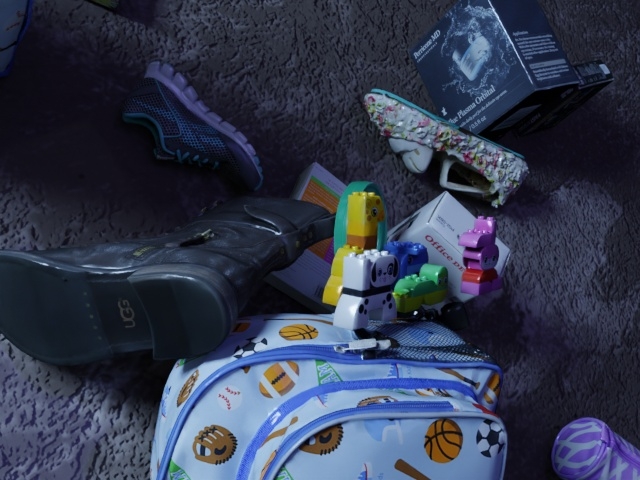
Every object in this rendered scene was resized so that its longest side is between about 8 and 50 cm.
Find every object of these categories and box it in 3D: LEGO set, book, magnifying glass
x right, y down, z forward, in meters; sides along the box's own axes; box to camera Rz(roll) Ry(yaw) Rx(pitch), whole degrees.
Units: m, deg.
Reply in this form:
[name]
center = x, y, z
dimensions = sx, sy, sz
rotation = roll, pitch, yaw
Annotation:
[LEGO set]
center = 0.068, 0.005, 0.602
dimensions = 0.227, 0.087, 0.093
rotation = -8, 102, -49
[book]
center = 0.000, 0.000, 0.750
dimensions = 0.096, 0.035, 0.144
rotation = 34, 56, -17
[magnifying glass]
center = 0.044, 0.056, 0.678
dimensions = 0.092, 0.026, 0.231
rotation = -34, 126, -59

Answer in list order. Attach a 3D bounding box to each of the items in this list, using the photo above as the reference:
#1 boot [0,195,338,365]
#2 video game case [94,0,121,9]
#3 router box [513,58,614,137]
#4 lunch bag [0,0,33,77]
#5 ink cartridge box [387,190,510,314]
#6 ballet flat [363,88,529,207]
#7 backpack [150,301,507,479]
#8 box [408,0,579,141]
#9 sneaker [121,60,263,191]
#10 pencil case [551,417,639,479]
[boot]
center = -0.131, 0.017, 0.611
dimensions = 0.229, 0.262, 0.091
rotation = -49, 139, -62
[video game case]
center = -0.289, -0.382, 0.743
dimensions = 0.210, 0.042, 0.232
rotation = 18, 60, -23
[router box]
center = 0.337, -0.200, 0.982
dimensions = 0.092, 0.122, 0.038
rotation = -20, 76, -36
[lunch bag]
center = -0.382, -0.250, 0.453
dimensions = 0.385, 0.328, 0.239
rotation = 14, 67, -27
[ink cartridge box]
center = 0.119, 0.022, 0.744
dimensions = 0.099, 0.135, 0.056
rotation = 42, 52, -9
[ballet flat]
center = 0.154, -0.108, 0.863
dimensions = 0.240, 0.091, 0.077
rotation = 21, 89, -16
[backpack]
center = 0.000, 0.182, 0.542
dimensions = 0.263, 0.213, 0.277
rotation = 7, 94, -10
[box]
center = 0.220, -0.227, 0.904
dimensions = 0.093, 0.156, 0.158
rotation = -17, 78, -34
[sneaker]
center = -0.133, -0.100, 0.708
dimensions = 0.166, 0.065, 0.076
rotation = 43, 70, -4
[pencil case]
center = 0.366, 0.285, 0.803
dimensions = 0.206, 0.088, 0.086
rotation = 33, 54, -13
